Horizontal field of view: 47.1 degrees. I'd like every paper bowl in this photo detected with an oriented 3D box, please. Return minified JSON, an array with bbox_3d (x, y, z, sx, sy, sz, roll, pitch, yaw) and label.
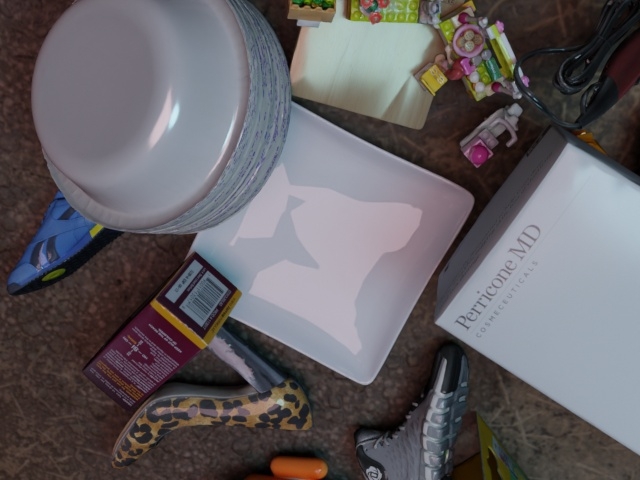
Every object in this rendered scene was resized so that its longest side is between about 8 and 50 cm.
[{"bbox_3d":[-0.185,-0.149,0.773,0.284,0.148,0.284,0,89,27],"label":"paper bowl"}]

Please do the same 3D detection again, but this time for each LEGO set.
[{"bbox_3d":[0.107,-0.197,0.731,0.287,0.107,0.132,35,102,-18],"label":"LEGO set"}]

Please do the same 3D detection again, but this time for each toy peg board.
[{"bbox_3d":[0.054,-0.226,0.813,0.161,0.079,0.161,13,108,-12],"label":"toy peg board"}]

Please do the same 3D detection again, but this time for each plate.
[{"bbox_3d":[0.000,0.000,0.889,0.278,0.045,0.277,27,108,0],"label":"plate"}]

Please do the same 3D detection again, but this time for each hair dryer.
[{"bbox_3d":[0.323,-0.203,0.738,0.293,0.080,0.223,9,90,-17],"label":"hair dryer"}]

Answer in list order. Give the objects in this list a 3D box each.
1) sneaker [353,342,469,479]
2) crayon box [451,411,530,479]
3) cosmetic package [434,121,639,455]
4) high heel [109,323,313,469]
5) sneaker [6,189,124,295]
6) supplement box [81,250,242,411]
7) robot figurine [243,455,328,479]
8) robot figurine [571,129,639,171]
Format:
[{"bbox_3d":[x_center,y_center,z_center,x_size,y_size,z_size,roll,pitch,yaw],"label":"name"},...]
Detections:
[{"bbox_3d":[0.104,0.233,0.924,0.132,0.086,0.228,9,89,32],"label":"sneaker"},{"bbox_3d":[0.255,0.391,0.880,0.083,0.203,0.323,-36,97,16],"label":"crayon box"},{"bbox_3d":[0.327,0.078,0.717,0.385,0.156,0.217,30,110,0],"label":"cosmetic package"},{"bbox_3d":[-0.143,0.252,0.956,0.186,0.093,0.261,41,102,-4],"label":"high heel"},{"bbox_3d":[-0.325,-0.009,0.928,0.209,0.069,0.082,-36,83,16],"label":"sneaker"},{"bbox_3d":[-0.192,0.112,0.887,0.081,0.104,0.188,43,126,-9],"label":"supplement box"},{"bbox_3d":[-0.037,0.374,0.956,0.219,0.158,0.128,7,136,7],"label":"robot figurine"},{"bbox_3d":[0.359,0.010,0.821,0.211,0.085,0.291,-12,103,11],"label":"robot figurine"}]
